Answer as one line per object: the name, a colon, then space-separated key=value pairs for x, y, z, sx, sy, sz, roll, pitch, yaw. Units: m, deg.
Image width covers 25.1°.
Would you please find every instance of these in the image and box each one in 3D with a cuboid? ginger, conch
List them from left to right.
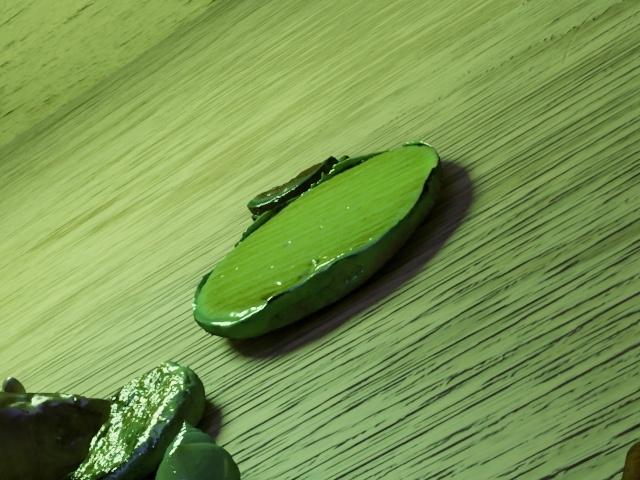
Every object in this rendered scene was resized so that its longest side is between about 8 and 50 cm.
ginger: x=-0.313 y=0.194 z=1.291 sx=0.270 sy=0.123 sz=0.219 roll=-4 pitch=5 yaw=5
conch: x=-0.108 y=0.196 z=1.130 sx=0.088 sy=0.065 sz=0.180 roll=-32 pitch=25 yaw=9

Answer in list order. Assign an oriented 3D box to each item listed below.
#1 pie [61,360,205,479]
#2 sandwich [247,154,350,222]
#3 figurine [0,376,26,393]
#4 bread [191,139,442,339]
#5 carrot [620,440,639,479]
pie: x=-0.181 y=0.184 z=1.321 sx=0.187 sy=0.041 sz=0.187 roll=-34 pitch=19 yaw=14
sandwich: x=-0.025 y=-0.058 z=1.633 sx=0.135 sy=0.029 sz=0.067 roll=-32 pitch=20 yaw=12
figurine: x=-0.368 y=0.203 z=1.481 sx=0.125 sy=0.125 sz=0.138 roll=-20 pitch=24 yaw=40
bread: x=-0.001 y=-0.001 z=1.441 sx=0.301 sy=0.045 sz=0.301 roll=-30 pitch=19 yaw=12
carrot: x=0.178 y=0.147 z=0.802 sx=0.032 sy=0.032 sz=0.093 roll=-26 pitch=16 yaw=28
